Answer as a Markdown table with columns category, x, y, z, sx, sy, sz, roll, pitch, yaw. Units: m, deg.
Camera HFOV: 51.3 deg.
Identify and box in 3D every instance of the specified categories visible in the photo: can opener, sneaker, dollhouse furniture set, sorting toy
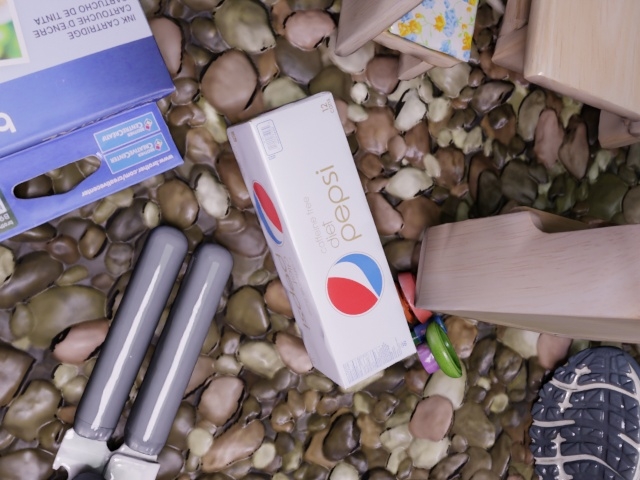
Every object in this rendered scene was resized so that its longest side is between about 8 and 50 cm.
| category | x | y | z | sx | sy | sz | roll | pitch | yaw |
| --- | --- | --- | --- | --- | --- | --- | --- | --- | --- |
| can opener | -0.135 | 0.128 | 0.476 | 0.074 | 0.093 | 0.281 | 23 | 81 | -21 |
| sneaker | 0.285 | 0.236 | 0.660 | 0.122 | 0.110 | 0.283 | -8 | 100 | -39 |
| dollhouse furniture set | 0.223 | -0.130 | 0.478 | 0.361 | 0.256 | 0.395 | 13 | 81 | -23 |
| sorting toy | 0.083 | 0.078 | 0.573 | 0.042 | 0.061 | 0.102 | -28 | 67 | 13 |

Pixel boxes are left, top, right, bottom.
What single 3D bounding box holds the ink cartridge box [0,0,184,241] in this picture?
| category | x | y | z | sx | sy | sz | roll | pitch | yaw |
| --- | --- | --- | --- | --- | --- | --- | --- | --- | --- |
| ink cartridge box | -0.219 | -0.161 | 0.419 | 0.185 | 0.065 | 0.311 | -28 | 106 | -26 |

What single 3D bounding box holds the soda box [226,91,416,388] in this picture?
| category | x | y | z | sx | sy | sz | roll | pitch | yaw |
| --- | --- | --- | --- | --- | --- | --- | --- | --- | --- |
| soda box | 0.000 | 0.000 | 0.523 | 0.069 | 0.074 | 0.216 | -23 | 103 | -19 |
